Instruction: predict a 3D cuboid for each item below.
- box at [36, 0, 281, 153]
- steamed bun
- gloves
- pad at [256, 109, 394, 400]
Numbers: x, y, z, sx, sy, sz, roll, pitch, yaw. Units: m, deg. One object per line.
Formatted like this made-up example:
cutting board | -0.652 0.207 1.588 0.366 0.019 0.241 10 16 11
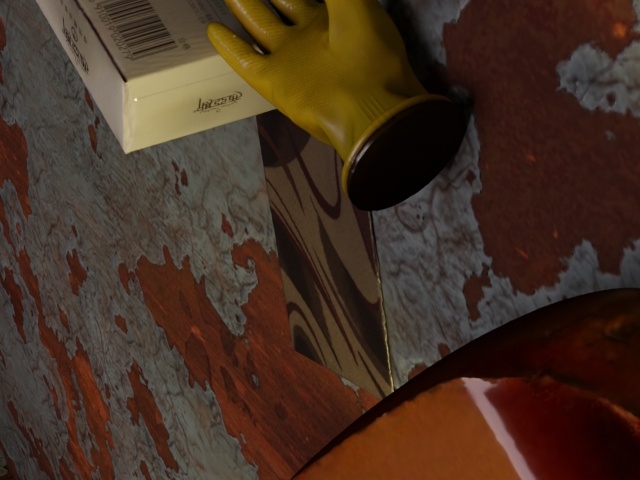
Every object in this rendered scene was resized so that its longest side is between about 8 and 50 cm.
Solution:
box | -0.162 -0.233 1.229 0.260 0.194 0.111 56 153 32
steamed bun | 0.157 0.182 0.846 0.379 0.248 0.235 -44 69 49
gloves | -0.005 -0.167 1.064 0.294 0.133 0.116 53 176 30
pad | 0.000 0.000 1.287 0.220 0.004 0.330 21 124 57
